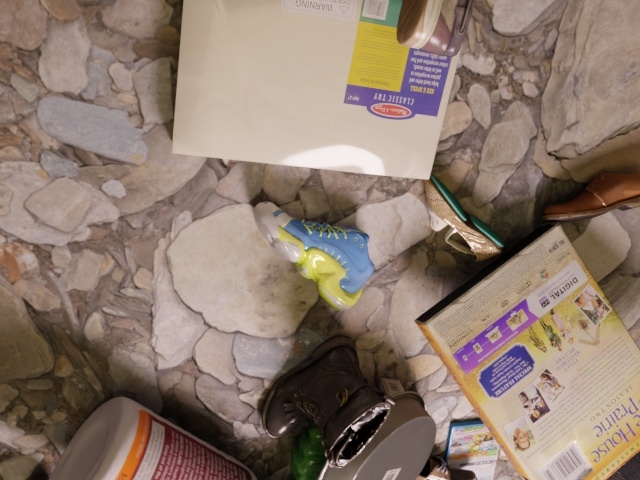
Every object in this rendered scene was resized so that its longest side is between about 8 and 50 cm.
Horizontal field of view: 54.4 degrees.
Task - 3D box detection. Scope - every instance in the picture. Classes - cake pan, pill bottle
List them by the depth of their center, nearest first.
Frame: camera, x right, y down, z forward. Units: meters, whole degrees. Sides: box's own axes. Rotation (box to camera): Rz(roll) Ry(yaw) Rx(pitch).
[{"bbox_3d":[-0.249,0.461,1.086,0.392,0.224,0.224,40,101,-24],"label":"pill bottle"},{"bbox_3d":[0.111,0.414,1.147,0.293,0.054,0.293,-27,134,-32],"label":"cake pan"}]

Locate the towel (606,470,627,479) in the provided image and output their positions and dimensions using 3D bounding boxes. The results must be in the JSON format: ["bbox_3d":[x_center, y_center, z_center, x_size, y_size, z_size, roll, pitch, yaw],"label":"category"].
[{"bbox_3d":[0.535,0.483,1.239,0.121,0.283,0.235,-44,117,8],"label":"towel"}]

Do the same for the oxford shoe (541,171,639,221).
[{"bbox_3d":[0.489,-0.079,1.102,0.212,0.076,0.076,-15,86,-2],"label":"oxford shoe"}]

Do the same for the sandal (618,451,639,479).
[{"bbox_3d":[0.645,0.546,1.405,0.255,0.097,0.054,-20,144,-2],"label":"sandal"}]

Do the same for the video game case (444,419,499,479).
[{"bbox_3d":[0.323,0.453,1.328,0.119,0.015,0.166,-2,115,-11],"label":"video game case"}]

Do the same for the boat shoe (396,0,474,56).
[{"bbox_3d":[0.185,-0.385,0.840,0.092,0.103,0.285,19,86,-23],"label":"boat shoe"}]

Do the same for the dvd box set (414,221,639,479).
[{"bbox_3d":[0.405,0.224,1.099,0.308,0.062,0.420,-36,95,-9],"label":"dvd box set"}]

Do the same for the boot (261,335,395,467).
[{"bbox_3d":[0.001,0.300,1.064,0.091,0.229,0.263,35,103,-24],"label":"boot"}]

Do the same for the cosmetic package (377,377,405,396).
[{"bbox_3d":[0.125,0.330,1.202,0.041,0.060,0.115,11,110,-16],"label":"cosmetic package"}]

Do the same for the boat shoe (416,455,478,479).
[{"bbox_3d":[0.236,0.486,1.287,0.183,0.066,0.066,-2,105,-2],"label":"boat shoe"}]

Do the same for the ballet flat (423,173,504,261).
[{"bbox_3d":[0.228,-0.029,1.058,0.206,0.073,0.067,40,115,-21],"label":"ballet flat"}]

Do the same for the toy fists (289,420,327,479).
[{"bbox_3d":[0.000,0.468,1.218,0.142,0.096,0.279,-3,116,-29],"label":"toy fists"}]

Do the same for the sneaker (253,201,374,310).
[{"bbox_3d":[0.000,0.000,1.021,0.126,0.091,0.240,-46,116,-11],"label":"sneaker"}]

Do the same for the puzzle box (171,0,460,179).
[{"bbox_3d":[-0.002,-0.240,0.915,0.409,0.052,0.272,5,113,-15],"label":"puzzle box"}]
